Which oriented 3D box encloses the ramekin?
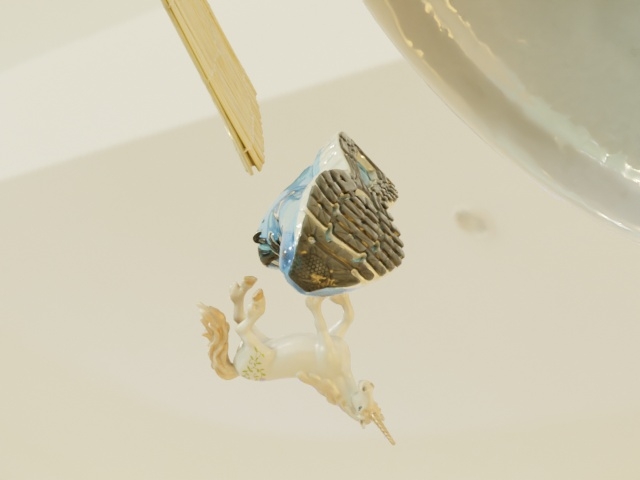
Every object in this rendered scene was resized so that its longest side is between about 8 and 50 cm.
[{"bbox_3d":[0.104,-0.098,0.457,0.207,0.109,0.207,41,-15,13],"label":"ramekin"}]

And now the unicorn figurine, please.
[{"bbox_3d":[-0.011,0.086,1.162,0.162,0.060,0.111,5,-73,20],"label":"unicorn figurine"}]

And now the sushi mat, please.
[{"bbox_3d":[-0.119,-0.209,1.185,0.019,0.151,0.316,-24,-62,7],"label":"sushi mat"}]

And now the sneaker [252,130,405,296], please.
[{"bbox_3d":[0.000,0.000,0.803,0.073,0.162,0.063,-41,-82,17],"label":"sneaker"}]
